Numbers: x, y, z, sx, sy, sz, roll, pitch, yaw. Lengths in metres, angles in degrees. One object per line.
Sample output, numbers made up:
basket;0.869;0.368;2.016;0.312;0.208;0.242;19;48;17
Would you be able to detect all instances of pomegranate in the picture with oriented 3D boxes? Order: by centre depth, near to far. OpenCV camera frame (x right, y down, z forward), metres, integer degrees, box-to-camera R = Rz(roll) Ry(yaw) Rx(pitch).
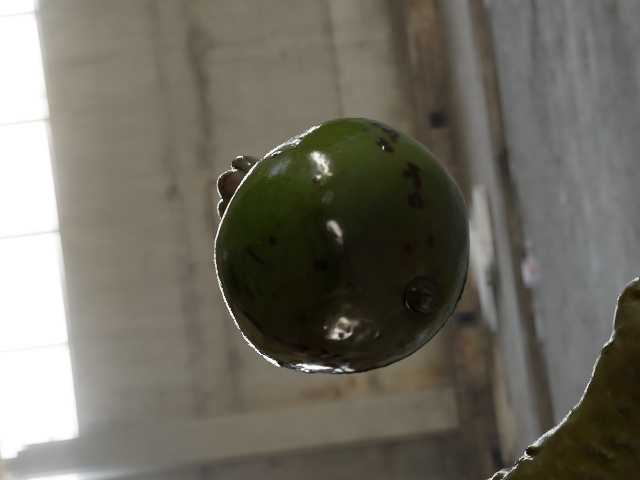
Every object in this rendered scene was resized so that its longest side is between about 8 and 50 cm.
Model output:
pomegranate;-0.001;0.004;0.502;0.073;0.084;0.073;17;-110;-54

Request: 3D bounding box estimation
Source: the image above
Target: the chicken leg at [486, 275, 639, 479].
chicken leg;0.073;0.163;0.892;0.201;0.429;0.153;53;-165;29
